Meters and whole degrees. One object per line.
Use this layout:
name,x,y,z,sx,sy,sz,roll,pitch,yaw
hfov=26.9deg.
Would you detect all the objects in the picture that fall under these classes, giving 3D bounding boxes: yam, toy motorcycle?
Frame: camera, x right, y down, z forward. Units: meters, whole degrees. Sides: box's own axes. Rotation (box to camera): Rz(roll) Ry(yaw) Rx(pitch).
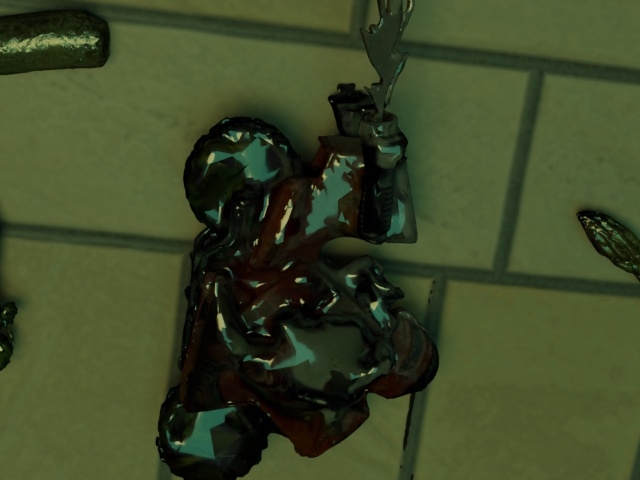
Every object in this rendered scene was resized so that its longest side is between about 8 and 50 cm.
yam,-0.194,-0.137,0.929,0.094,0.043,0.043,-7,109,-3
toy motorcycle,0.000,0.000,0.951,0.207,0.134,0.401,4,109,-9

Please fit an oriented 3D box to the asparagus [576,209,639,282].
asparagus,0.257,0.027,1.042,0.165,0.036,0.030,39,90,-16

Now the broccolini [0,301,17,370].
broccolini,-0.269,0.010,0.958,0.091,0.068,0.203,0,109,13
